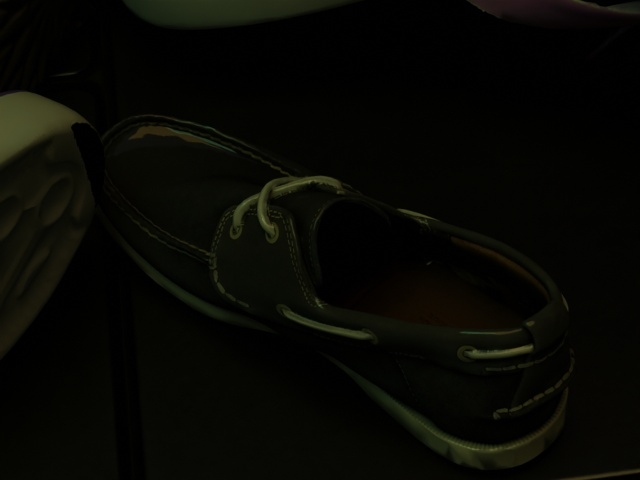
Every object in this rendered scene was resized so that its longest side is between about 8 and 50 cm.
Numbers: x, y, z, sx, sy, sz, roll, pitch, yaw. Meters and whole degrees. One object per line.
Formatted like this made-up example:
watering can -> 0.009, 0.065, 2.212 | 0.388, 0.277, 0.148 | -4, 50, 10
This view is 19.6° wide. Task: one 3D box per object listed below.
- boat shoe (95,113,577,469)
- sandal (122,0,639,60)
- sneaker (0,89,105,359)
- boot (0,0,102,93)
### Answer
boat shoe -> 0.000, 0.000, 0.738 | 0.233, 0.079, 0.084 | 30, 60, 26
sandal -> 0.110, -0.138, 0.835 | 0.416, 0.102, 0.169 | -1, 37, 19
sneaker -> -0.271, 0.006, 0.713 | 0.236, 0.130, 0.323 | 36, 67, 23
boot -> -0.246, -0.140, 0.859 | 0.269, 0.089, 0.236 | 13, 53, 15
